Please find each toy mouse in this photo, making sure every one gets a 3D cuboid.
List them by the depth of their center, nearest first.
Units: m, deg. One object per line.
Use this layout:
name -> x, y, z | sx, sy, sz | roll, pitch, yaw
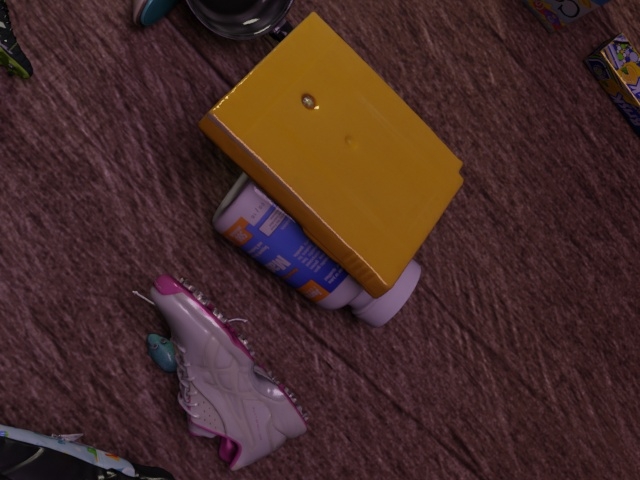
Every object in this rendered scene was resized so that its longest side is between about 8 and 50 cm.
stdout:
toy mouse -> -0.176, 0.141, 1.556 | 0.161, 0.031, 0.143 | 3, 83, -19

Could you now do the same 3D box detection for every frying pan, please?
frying pan -> -0.069, -0.353, 1.608 | 0.326, 0.053, 0.197 | 27, 83, -38

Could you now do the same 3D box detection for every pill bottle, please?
pill bottle -> 0.000, 0.000, 1.571 | 0.272, 0.152, 0.152 | 37, 73, -11

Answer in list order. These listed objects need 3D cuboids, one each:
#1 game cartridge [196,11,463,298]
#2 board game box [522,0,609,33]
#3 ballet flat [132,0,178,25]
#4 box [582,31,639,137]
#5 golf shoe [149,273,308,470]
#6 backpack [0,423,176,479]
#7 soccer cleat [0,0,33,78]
game cartridge -> 0.028, -0.120, 1.530 | 0.324, 0.052, 0.285 | 46, 47, -7
board game box -> 0.407, -0.440, 1.699 | 0.142, 0.275, 0.144 | 46, 72, -8
ballet flat -> -0.197, -0.401, 1.599 | 0.086, 0.086, 0.248 | 45, 70, -9
box -> 0.500, -0.244, 1.825 | 0.059, 0.054, 0.169 | -40, 97, -19
golf shoe -> -0.143, 0.181, 1.498 | 0.140, 0.115, 0.306 | -39, 114, -7
backpack -> -0.398, 0.348, 1.358 | 0.355, 0.273, 0.290 | 27, 77, -37
soccer cleat -> -0.434, -0.293, 1.506 | 0.072, 0.060, 0.179 | -44, 95, -20
